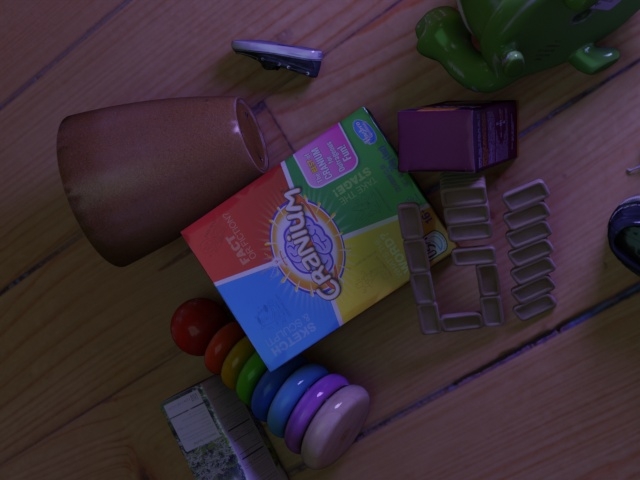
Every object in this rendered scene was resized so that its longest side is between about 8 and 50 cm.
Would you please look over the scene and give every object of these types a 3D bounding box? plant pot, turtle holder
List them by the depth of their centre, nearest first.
[{"bbox_3d":[0.273,-0.323,1.568,0.227,0.243,0.320,64,159,19],"label":"turtle holder"},{"bbox_3d":[-0.213,-0.110,1.843,0.254,0.237,0.237,-18,92,14],"label":"plant pot"}]

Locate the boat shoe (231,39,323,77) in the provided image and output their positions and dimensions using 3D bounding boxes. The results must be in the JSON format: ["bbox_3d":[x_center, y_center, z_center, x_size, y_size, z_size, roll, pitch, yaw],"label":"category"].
[{"bbox_3d":[-0.065,-0.263,1.822,0.142,0.049,0.040,12,106,21],"label":"boat shoe"}]

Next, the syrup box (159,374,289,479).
[{"bbox_3d":[-0.140,0.327,1.949,0.093,0.096,0.236,-29,87,29],"label":"syrup box"}]

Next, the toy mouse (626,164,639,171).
[{"bbox_3d":[0.456,-0.101,1.610,0.143,0.031,0.160,-7,97,27],"label":"toy mouse"}]

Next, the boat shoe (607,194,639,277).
[{"bbox_3d":[0.508,0.049,1.568,0.340,0.113,0.127,34,112,16],"label":"boat shoe"}]

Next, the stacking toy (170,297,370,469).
[{"bbox_3d":[-0.093,0.198,1.890,0.330,0.141,0.141,32,112,23],"label":"stacking toy"}]

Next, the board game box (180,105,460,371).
[{"bbox_3d":[0.000,0.000,1.779,0.317,0.064,0.242,-35,84,8],"label":"board game box"}]

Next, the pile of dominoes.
[{"bbox_3d":[0.213,0.015,1.694,0.196,0.040,0.251,-6,129,9],"label":"pile of dominoes"}]

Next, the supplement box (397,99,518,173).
[{"bbox_3d":[0.182,-0.137,1.647,0.104,0.188,0.080,2,101,26],"label":"supplement box"}]
